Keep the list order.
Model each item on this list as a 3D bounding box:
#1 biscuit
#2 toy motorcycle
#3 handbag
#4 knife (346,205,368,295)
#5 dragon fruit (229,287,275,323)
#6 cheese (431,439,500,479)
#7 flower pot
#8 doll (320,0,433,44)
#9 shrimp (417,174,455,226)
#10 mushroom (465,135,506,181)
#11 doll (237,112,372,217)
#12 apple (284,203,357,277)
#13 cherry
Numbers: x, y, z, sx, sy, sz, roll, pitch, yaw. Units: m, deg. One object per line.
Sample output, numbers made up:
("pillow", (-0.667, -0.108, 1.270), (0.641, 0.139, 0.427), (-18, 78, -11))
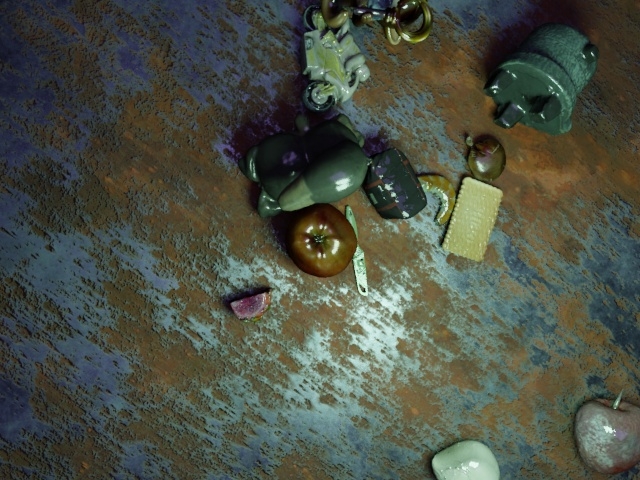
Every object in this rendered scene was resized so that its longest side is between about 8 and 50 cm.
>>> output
("biscuit", (0.491, -0.067, 1.702), (0.160, 0.030, 0.250), (17, 89, -17))
("toy motorcycle", (0.045, -0.553, 1.605), (0.222, 0.108, 0.341), (-2, 84, -17))
("handbag", (0.210, -0.167, 1.603), (0.155, 0.169, 0.215), (-32, 97, -8))
("knife", (0.117, 0.034, 1.670), (0.043, 0.020, 0.293), (-9, 93, -9))
("dragon fruit", (-0.198, 0.207, 1.595), (0.147, 0.102, 0.096), (-18, 86, 3))
("cheese", (0.468, 0.727, 1.658), (0.189, 0.154, 0.198), (-33, 98, 14))
("flower pot", (0.673, -0.464, 1.601), (0.299, 0.299, 0.283), (44, 78, -6))
("doll", (0.159, -0.726, 1.533), (0.339, 0.209, 0.318), (6, 75, -33))
("shrimp", (0.353, -0.127, 1.689), (0.161, 0.049, 0.166), (1, 99, -9))
("mushroom", (0.526, -0.270, 1.687), (0.170, 0.080, 0.135), (43, 76, -9))
("doll", (-0.061, -0.209, 1.468), (0.382, 0.378, 0.252), (-27, 100, 11))
("apple", (0.001, 0.002, 1.555), (0.233, 0.234, 0.234), (0, 91, -7))
("cherry", (0.937, 0.614, 1.690), (0.236, 0.213, 0.286), (12, 99, 1))
